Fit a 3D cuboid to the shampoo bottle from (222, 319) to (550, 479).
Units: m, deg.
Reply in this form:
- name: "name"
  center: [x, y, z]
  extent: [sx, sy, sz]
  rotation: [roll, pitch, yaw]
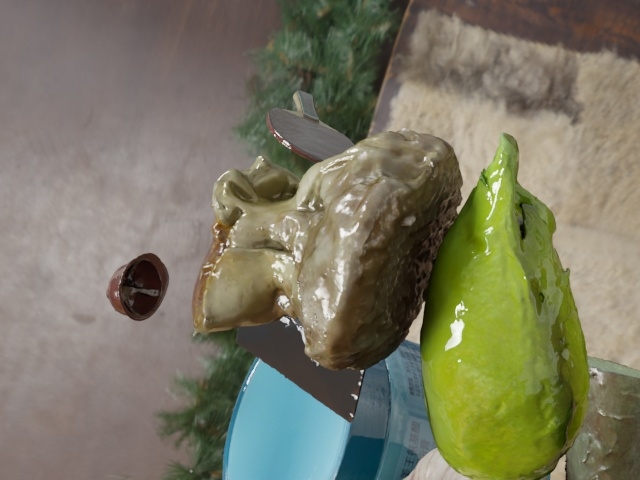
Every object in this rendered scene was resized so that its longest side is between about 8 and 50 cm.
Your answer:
- name: "shampoo bottle"
  center: [0.092, 0.299, 1.520]
  extent: [0.343, 0.331, 0.331]
  rotation: [20, 75, -27]

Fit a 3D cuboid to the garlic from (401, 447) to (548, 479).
- name: "garlic"
  center: [0.140, 0.345, 1.208]
  extent: [0.253, 0.245, 0.245]
  rotation: [8, 74, -43]

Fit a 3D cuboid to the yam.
- name: "yam"
  center: [0.414, 0.295, 1.479]
  extent: [0.168, 0.168, 0.304]
  rotation: [-6, 103, -8]

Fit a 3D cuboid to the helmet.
- name: "helmet"
  center: [-0.281, 0.070, 1.619]
  extent: [0.111, 0.057, 0.089]
  rotation: [-54, 126, -45]

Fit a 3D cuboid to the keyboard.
- name: "keyboard"
  center: [-0.024, 0.123, 1.201]
  extent: [0.015, 0.196, 0.074]
  rotation: [-15, 122, -41]

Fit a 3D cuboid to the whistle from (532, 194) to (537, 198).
- name: "whistle"
  center: [0.153, 0.013, 1.091]
  extent: [0.039, 0.186, 0.039]
  rotation: [15, 52, -20]

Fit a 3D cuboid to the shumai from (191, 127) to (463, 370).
- name: "shumai"
  center: [0.000, 0.000, 0.696]
  extent: [0.153, 0.209, 0.161]
  rotation: [13, 108, 17]

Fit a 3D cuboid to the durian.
- name: "durian"
  center: [0.112, 0.066, 0.688]
  extent: [0.101, 0.250, 0.139]
  rotation: [-7, 39, 6]

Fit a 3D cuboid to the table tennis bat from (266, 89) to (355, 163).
- name: "table tennis bat"
  center: [-0.014, -0.173, 1.677]
  extent: [0.154, 0.274, 0.021]
  rotation: [21, 113, -17]
